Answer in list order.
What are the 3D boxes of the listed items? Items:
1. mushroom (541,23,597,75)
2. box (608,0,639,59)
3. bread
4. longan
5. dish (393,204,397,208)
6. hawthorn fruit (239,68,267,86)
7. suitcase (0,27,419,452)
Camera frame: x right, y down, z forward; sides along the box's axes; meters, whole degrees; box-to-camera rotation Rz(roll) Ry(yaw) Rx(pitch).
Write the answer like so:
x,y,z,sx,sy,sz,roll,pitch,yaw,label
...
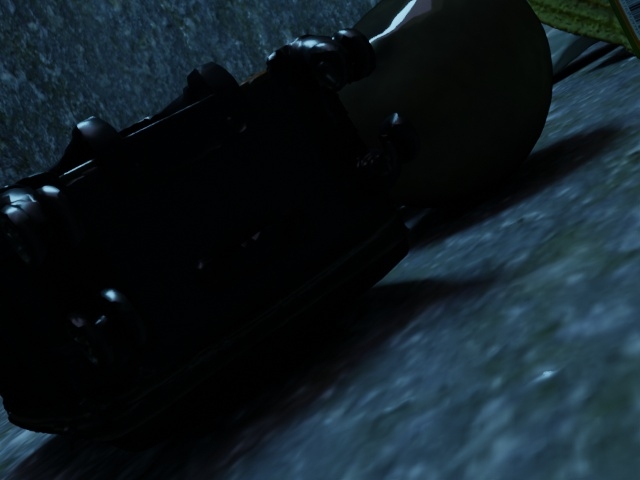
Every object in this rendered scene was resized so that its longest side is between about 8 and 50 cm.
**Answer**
x,y,z,sx,sy,sz,roll,pitch,yaw,label
0.447,-0.347,1.263,0.329,0.122,0.159,-29,44,14,mushroom
0.421,-0.341,0.916,0.178,0.194,0.148,-31,7,-16,box
0.415,-0.361,1.097,0.234,0.110,0.184,-35,51,-28,bread
0.100,-0.126,0.720,0.220,0.196,0.196,-43,8,-4,longan
0.044,-0.068,0.880,0.236,0.086,0.228,-50,-27,13,dish
-0.063,-0.133,1.258,0.262,0.258,0.258,-49,-3,32,hawthorn fruit
-0.127,0.017,0.629,0.283,0.194,0.434,-34,9,-29,suitcase
